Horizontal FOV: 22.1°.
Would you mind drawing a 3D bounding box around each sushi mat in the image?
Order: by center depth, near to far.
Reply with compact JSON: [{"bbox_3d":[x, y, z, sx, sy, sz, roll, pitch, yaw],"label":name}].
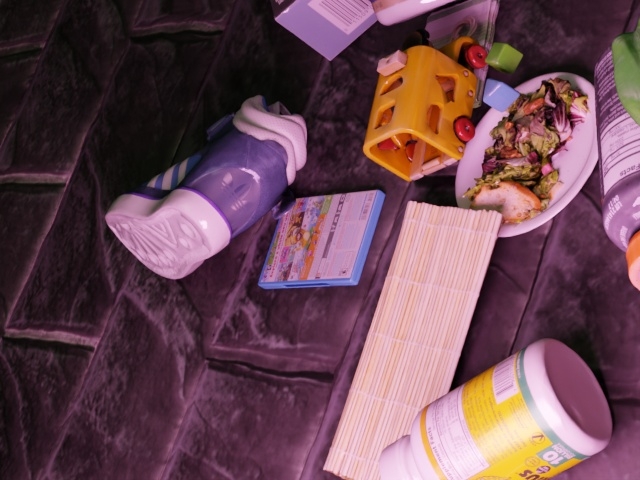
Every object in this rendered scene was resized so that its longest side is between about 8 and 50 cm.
[{"bbox_3d":[0.096,0.112,1.738,0.151,0.019,0.316,7,75,50],"label":"sushi mat"}]

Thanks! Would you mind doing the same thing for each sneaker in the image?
[{"bbox_3d":[-0.128,-0.077,2.104,0.236,0.130,0.323,-46,14,-22],"label":"sneaker"}]

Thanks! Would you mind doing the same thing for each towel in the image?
[{"bbox_3d":[0.159,-0.213,1.934,0.113,0.023,0.152,-15,56,46],"label":"towel"}]

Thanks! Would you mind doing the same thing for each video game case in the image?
[{"bbox_3d":[0.000,0.000,1.960,0.166,0.015,0.119,-4,62,47],"label":"video game case"}]

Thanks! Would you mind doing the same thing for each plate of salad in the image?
[{"bbox_3d":[0.216,-0.097,1.756,0.200,0.048,0.199,-30,44,33],"label":"plate of salad"}]

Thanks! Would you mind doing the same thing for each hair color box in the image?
[{"bbox_3d":[0.011,-0.434,2.186,0.185,0.114,0.374,-39,39,23],"label":"hair color box"}]

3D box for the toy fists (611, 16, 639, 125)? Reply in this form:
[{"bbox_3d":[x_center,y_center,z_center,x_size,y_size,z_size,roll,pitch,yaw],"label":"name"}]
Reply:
[{"bbox_3d":[0.401,-0.157,1.462,0.279,0.096,0.142,-8,66,3],"label":"toy fists"}]

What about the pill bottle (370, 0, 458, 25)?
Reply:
[{"bbox_3d":[0.096,-0.398,1.919,0.153,0.153,0.264,-16,97,42],"label":"pill bottle"}]

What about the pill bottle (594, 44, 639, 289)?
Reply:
[{"bbox_3d":[0.326,-0.069,1.540,0.130,0.130,0.245,-25,47,36],"label":"pill bottle"}]

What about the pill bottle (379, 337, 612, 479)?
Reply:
[{"bbox_3d":[0.160,0.188,1.550,0.208,0.117,0.117,-34,42,28],"label":"pill bottle"}]

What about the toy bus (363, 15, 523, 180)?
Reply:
[{"bbox_3d":[0.113,-0.172,1.837,0.191,0.104,0.202,-55,29,11],"label":"toy bus"}]
